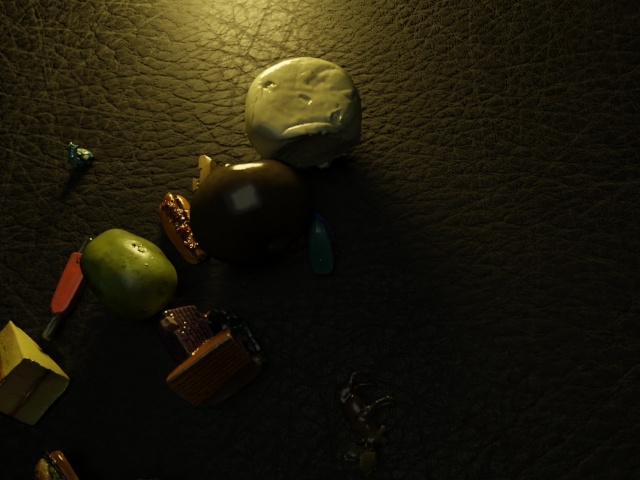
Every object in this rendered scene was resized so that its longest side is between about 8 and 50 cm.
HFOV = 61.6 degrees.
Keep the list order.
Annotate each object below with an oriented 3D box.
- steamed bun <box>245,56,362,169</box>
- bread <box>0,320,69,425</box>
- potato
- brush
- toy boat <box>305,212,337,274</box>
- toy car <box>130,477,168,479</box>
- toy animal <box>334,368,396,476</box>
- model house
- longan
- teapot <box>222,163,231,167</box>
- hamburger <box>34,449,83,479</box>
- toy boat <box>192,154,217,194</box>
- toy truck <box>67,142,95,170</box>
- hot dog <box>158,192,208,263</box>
[{"bbox_3d":[-0.050,-0.362,1.577,0.334,0.233,0.311,-1,67,-1],"label":"steamed bun"},{"bbox_3d":[-0.854,0.372,1.536,0.167,0.163,0.264,-49,39,-9],"label":"bread"},{"bbox_3d":[-0.536,0.094,1.501,0.304,0.216,0.215,26,76,27],"label":"potato"},{"bbox_3d":[-0.745,0.141,1.600,0.070,0.051,0.323,16,70,7],"label":"brush"},{"bbox_3d":[0.000,0.000,1.512,0.091,0.110,0.175,-4,111,8],"label":"toy boat"},{"bbox_3d":[-0.465,0.738,1.239,0.242,0.226,0.335,-9,68,6],"label":"toy car"},{"bbox_3d":[0.105,0.452,1.336,0.186,0.093,0.214,-39,62,-11],"label":"toy animal"},{"bbox_3d":[-0.287,0.271,1.376,0.202,0.237,0.237,-33,68,-2],"label":"model house"},{"bbox_3d":[-0.193,-0.083,1.471,0.350,0.288,0.288,-17,68,10],"label":"longan"},{"bbox_3d":[-0.280,-0.198,1.648,0.057,0.066,0.088,16,49,-6],"label":"teapot"},{"bbox_3d":[-0.666,0.614,1.364,0.087,0.137,0.166,-34,61,-28],"label":"hamburger"},{"bbox_3d":[-0.357,-0.164,1.643,0.072,0.064,0.206,-9,68,21],"label":"toy boat"},{"bbox_3d":[-0.783,-0.274,1.733,0.056,0.090,0.073,26,76,16],"label":"toy truck"},{"bbox_3d":[-0.414,-0.043,1.598,0.102,0.076,0.249,-32,69,0],"label":"hot dog"}]
